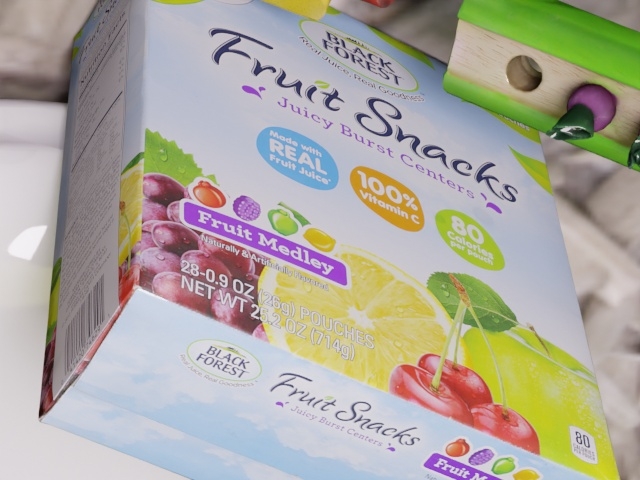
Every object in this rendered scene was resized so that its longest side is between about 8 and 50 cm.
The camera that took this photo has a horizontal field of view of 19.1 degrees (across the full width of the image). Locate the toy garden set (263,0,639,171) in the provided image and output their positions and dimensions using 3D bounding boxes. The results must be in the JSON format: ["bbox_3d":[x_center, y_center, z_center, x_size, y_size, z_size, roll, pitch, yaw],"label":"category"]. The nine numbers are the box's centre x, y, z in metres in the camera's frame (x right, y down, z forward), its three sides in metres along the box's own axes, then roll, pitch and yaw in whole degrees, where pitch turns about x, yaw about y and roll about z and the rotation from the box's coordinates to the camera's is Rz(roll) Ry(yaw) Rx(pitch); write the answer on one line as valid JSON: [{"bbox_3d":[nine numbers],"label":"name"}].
[{"bbox_3d":[0.065,-0.144,0.583,0.204,0.049,0.244,24,125,19],"label":"toy garden set"}]

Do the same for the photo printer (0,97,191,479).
[{"bbox_3d":[-0.165,0.084,0.768,0.256,0.107,0.307,-12,129,6],"label":"photo printer"}]

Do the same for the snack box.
[{"bbox_3d":[0.000,0.000,0.649,0.174,0.207,0.070,24,123,-22],"label":"snack box"}]
